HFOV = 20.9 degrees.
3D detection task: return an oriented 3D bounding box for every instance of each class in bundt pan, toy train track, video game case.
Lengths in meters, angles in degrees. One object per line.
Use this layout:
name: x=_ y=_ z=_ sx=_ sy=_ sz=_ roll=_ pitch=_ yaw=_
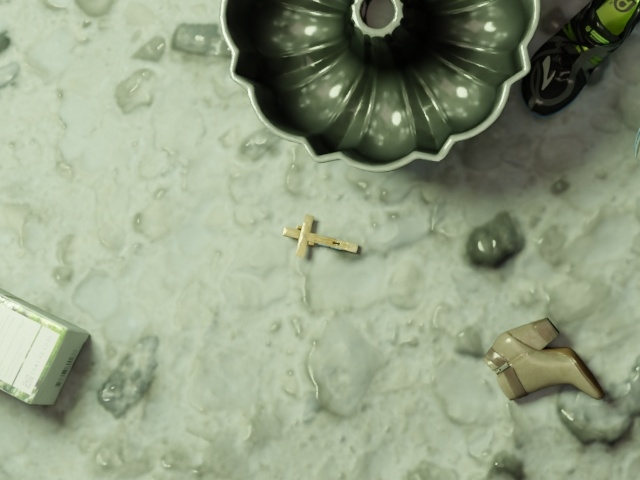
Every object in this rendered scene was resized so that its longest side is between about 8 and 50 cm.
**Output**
bundt pan: x=0.068 y=-0.229 z=1.812 sx=0.331 sy=0.124 sz=0.330 roll=-1 pitch=87 yaw=9
toy train track: x=0.000 y=0.000 z=1.906 sx=0.083 sy=0.014 sz=0.048 roll=14 pitch=81 yaw=3
video game case: x=0.077 y=-0.246 z=1.896 sx=0.210 sy=0.042 sz=0.232 roll=-23 pitch=84 yaw=7

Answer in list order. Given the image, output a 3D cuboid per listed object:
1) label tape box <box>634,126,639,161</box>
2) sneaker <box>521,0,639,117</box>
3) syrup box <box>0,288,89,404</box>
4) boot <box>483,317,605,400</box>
label tape box: x=0.528 y=-0.131 z=1.747 sx=0.348 sy=0.115 sz=0.249 roll=25 pitch=73 yaw=16
sneaker: x=0.281 y=-0.213 z=1.848 sx=0.067 sy=0.078 sz=0.188 roll=43 pitch=93 yaw=8
syrup box: x=-0.387 y=0.089 z=1.910 sx=0.237 sy=0.096 sz=0.093 roll=26 pitch=88 yaw=9
boot: x=0.235 y=0.143 z=1.855 sx=0.087 sy=0.042 sz=0.118 roll=-38 pitch=81 yaw=10
